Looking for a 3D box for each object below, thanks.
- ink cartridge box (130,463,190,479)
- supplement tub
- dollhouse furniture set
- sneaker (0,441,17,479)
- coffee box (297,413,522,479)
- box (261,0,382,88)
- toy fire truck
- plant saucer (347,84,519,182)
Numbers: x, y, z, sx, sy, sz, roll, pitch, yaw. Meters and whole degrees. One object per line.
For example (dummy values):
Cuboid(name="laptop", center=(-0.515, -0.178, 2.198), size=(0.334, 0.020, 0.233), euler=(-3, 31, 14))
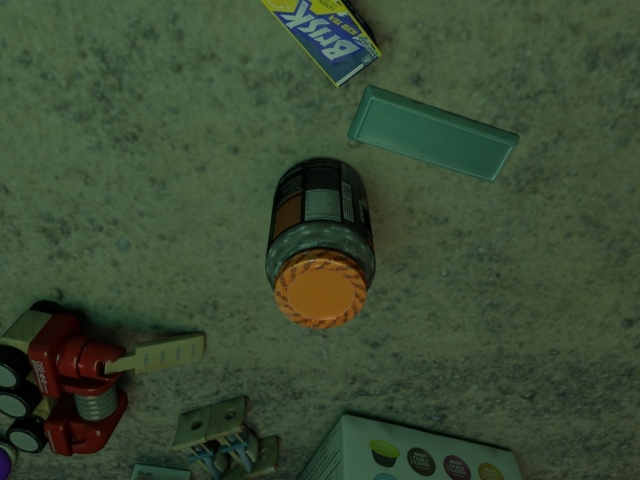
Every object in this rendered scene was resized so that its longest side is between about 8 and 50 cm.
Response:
Cuboid(name="ink cartridge box", center=(-0.298, 0.473, 1.042), size=(0.104, 0.060, 0.180), euler=(11, 125, -7))
Cuboid(name="supplement tub", center=(0.000, 0.000, 0.628), size=(0.117, 0.190, 0.117), euler=(0, 126, 0))
Cuboid(name="dollhouse furniture set", center=(-0.152, 0.371, 0.895), size=(0.129, 0.183, 0.129), euler=(-21, 123, 14))
Cuboid(name="sneaker", center=(-0.623, 0.460, 0.980), size=(0.102, 0.146, 0.293), euler=(25, 122, -17))
Cuboid(name="coffee box", center=(0.129, 0.544, 0.926), size=(0.338, 0.334, 0.338), euler=(17, 125, -13))
Cuboid(name="box", center=(-0.014, -0.228, 0.534), size=(0.059, 0.054, 0.169), euler=(-33, 130, 22))
Cuboid(name="toy fire truck", center=(-0.308, 0.202, 0.816), size=(0.247, 0.158, 0.217), euler=(10, 125, 6))
Cuboid(name="plant saucer", center=(0.131, -0.117, 0.653), size=(0.192, 0.018, 0.067), euler=(15, 124, -11))
